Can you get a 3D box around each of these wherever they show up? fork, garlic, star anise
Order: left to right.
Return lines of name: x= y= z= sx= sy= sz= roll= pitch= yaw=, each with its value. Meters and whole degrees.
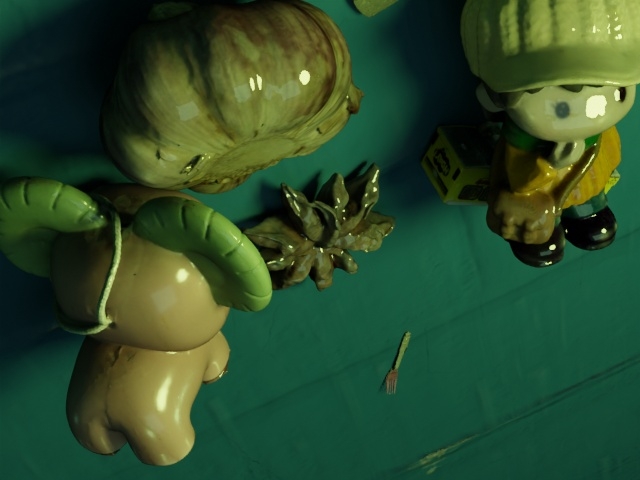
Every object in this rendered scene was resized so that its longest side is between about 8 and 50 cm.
garlic: x=-0.088 y=-0.136 z=1.207 sx=0.245 sy=0.161 sz=0.245 roll=-23 pitch=165 yaw=-6
star anise: x=0.000 y=0.000 z=1.494 sx=0.195 sy=0.065 sz=0.182 roll=-13 pitch=142 yaw=-25
fork: x=0.102 y=0.157 z=1.794 sx=0.016 sy=0.012 sz=0.115 roll=-13 pitch=136 yaw=-26

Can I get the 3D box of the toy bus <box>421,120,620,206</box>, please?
toy bus: x=0.225 y=-0.079 z=1.527 sx=0.226 sy=0.081 sz=0.074 roll=1 pitch=134 yaw=-33

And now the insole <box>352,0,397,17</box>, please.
insole: x=0.111 y=-0.273 z=1.282 sx=0.192 sy=0.010 sz=0.063 roll=-35 pitch=142 yaw=10

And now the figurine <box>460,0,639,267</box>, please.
figurine: x=0.224 y=-0.138 z=1.363 sx=0.185 sy=0.204 sz=0.332 roll=-20 pitch=148 yaw=-15

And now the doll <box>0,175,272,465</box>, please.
doll: x=-0.178 y=0.054 z=1.314 sx=0.284 sy=0.216 sz=0.268 roll=7 pitch=143 yaw=18
